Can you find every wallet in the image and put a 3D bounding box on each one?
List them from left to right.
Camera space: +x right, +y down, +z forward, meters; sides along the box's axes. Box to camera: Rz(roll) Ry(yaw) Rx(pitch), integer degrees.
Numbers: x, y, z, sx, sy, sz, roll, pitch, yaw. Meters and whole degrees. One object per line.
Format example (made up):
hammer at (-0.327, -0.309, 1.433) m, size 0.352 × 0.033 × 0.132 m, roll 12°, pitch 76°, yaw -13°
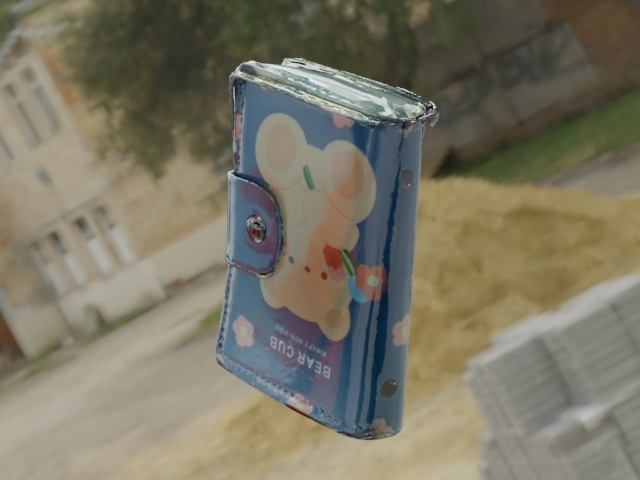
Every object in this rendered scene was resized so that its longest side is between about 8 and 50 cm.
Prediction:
wallet at (0.001, -0.001, 1.005) m, size 0.141 × 0.202 × 0.059 m, roll 23°, pitch 30°, yaw 39°
